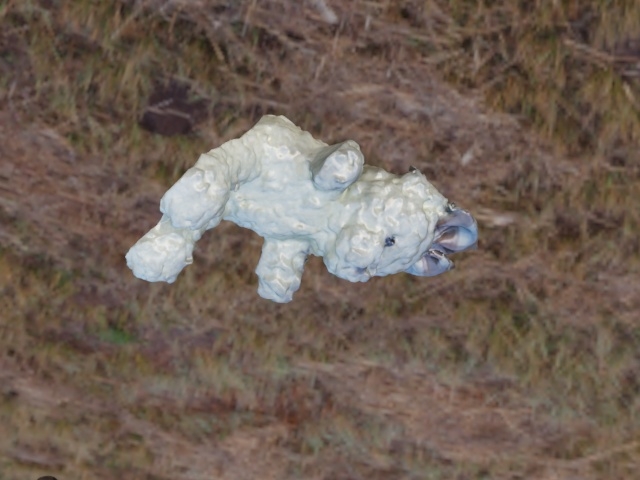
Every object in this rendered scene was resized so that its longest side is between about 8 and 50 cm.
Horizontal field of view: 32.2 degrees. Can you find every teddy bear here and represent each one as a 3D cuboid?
[{"bbox_3d":[0.000,0.000,1.520,0.362,0.375,0.327,40,133,2],"label":"teddy bear"}]

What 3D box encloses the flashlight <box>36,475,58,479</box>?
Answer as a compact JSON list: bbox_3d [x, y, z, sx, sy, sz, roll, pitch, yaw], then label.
[{"bbox_3d":[-0.204,0.322,0.566,0.103,0.424,0.103,24,164,7],"label":"flashlight"}]
